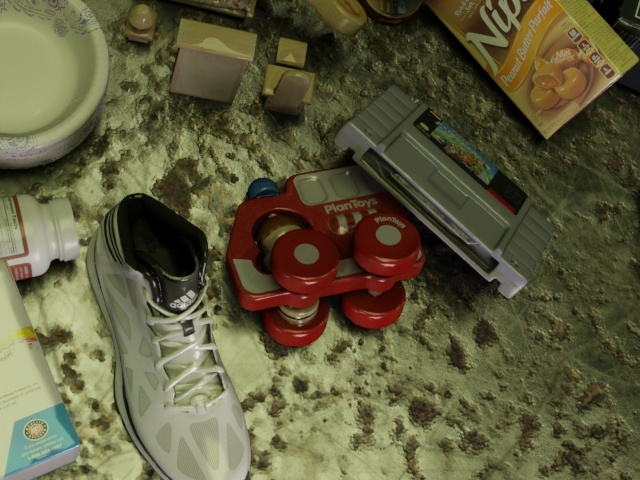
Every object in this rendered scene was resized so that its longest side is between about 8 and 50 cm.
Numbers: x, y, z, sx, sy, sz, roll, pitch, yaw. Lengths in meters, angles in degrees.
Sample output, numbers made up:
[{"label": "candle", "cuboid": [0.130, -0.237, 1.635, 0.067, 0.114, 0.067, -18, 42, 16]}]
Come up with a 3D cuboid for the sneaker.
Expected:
[{"label": "sneaker", "cuboid": [-0.208, 0.144, 1.664, 0.169, 0.257, 0.447, -20, 80, -18]}]

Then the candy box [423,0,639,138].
[{"label": "candy box", "cuboid": [0.337, -0.343, 1.964, 0.316, 0.183, 0.087, 49, 43, 3]}]

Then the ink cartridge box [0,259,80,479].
[{"label": "ink cartridge box", "cuboid": [-0.464, 0.199, 1.621, 0.198, 0.197, 0.270, -21, 80, -17]}]

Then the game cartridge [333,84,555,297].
[{"label": "game cartridge", "cuboid": [0.201, -0.087, 1.868, 0.355, 0.068, 0.230, 42, 35, 1]}]

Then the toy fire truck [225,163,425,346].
[{"label": "toy fire truck", "cuboid": [0.000, 0.000, 1.823, 0.302, 0.169, 0.254, -11, 53, -16]}]

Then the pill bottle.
[{"label": "pill bottle", "cuboid": [-0.458, 0.001, 1.722, 0.216, 0.121, 0.121, -11, 77, -16]}]

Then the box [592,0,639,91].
[{"label": "box", "cuboid": [0.628, -0.393, 2.051, 0.294, 0.183, 0.296, 22, 69, -5]}]

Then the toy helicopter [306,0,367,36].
[{"label": "toy helicopter", "cuboid": [-0.072, -0.445, 1.868, 0.355, 0.140, 0.235, 38, 28, -14]}]

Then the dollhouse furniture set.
[{"label": "dollhouse furniture set", "cuboid": [-0.132, -0.411, 1.889, 0.303, 0.174, 0.355, 11, 72, -10]}]

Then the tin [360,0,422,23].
[{"label": "tin", "cuboid": [0.114, -0.452, 2.030, 0.106, 0.040, 0.189, 3, 73, -16]}]

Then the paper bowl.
[{"label": "paper bowl", "cuboid": [-0.455, -0.241, 1.778, 0.284, 0.148, 0.284, 4, 73, -12]}]
